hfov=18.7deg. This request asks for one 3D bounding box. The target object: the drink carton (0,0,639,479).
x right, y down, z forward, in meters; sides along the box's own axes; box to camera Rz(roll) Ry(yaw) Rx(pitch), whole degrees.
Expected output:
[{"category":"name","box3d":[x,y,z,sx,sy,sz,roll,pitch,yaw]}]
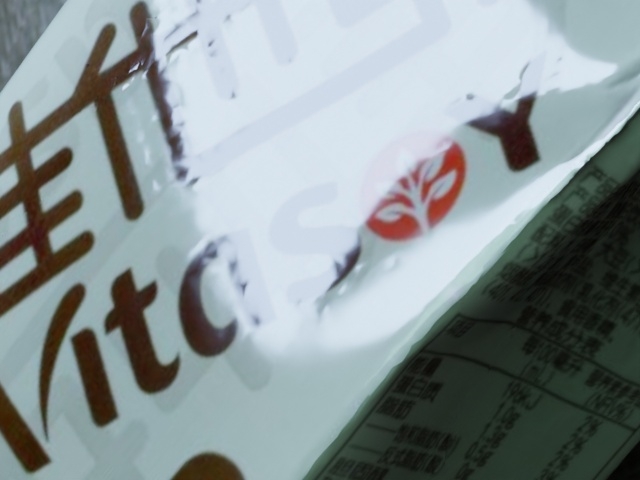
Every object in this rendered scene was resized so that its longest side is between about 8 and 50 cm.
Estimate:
[{"category":"drink carton","box3d":[0.000,0.001,0.581,0.324,0.132,0.194,-51,51,14]}]
